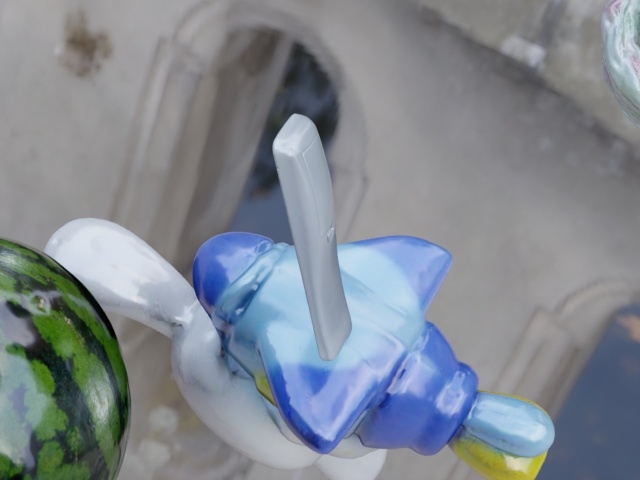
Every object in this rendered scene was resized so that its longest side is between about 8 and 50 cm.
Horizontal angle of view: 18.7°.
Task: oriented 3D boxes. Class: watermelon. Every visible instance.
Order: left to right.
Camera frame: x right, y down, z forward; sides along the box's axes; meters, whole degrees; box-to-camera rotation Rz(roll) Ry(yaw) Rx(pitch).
[{"bbox_3d":[-0.284,0.131,1.487,0.285,0.285,0.285,10,48,-11],"label":"watermelon"}]

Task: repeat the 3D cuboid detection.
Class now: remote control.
[{"bbox_3d":[0.000,0.000,1.372,0.027,0.184,0.050,3,34,23],"label":"remote control"}]

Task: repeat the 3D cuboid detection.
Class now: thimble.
[{"bbox_3d":[0.396,-0.213,2.038,0.211,0.149,0.185,-31,76,4],"label":"thimble"}]

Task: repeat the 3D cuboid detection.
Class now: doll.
[{"bbox_3d":[0.000,0.092,1.587,0.376,0.366,0.187,18,77,-35],"label":"doll"}]
